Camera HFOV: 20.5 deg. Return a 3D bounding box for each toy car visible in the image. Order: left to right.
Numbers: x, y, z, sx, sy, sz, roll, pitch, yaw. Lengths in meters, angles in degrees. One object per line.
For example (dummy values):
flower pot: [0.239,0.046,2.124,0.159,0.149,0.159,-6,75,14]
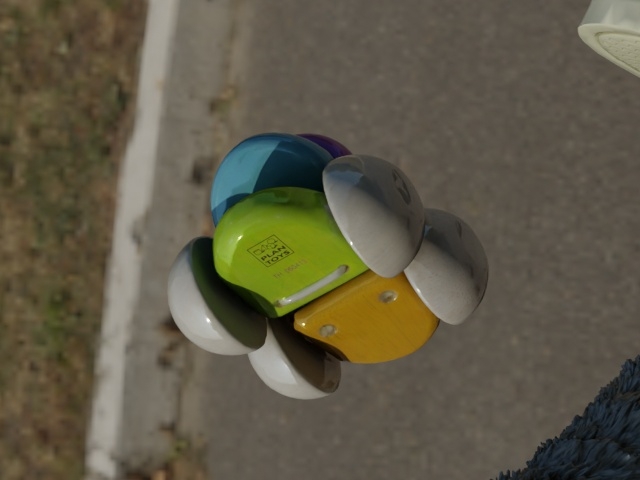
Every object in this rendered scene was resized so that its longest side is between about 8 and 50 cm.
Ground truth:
toy car: [0.000,0.000,1.066,0.159,0.182,0.136,-29,53,22]

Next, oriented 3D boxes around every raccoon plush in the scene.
raccoon plush: [0.261,0.168,1.583,0.216,0.299,0.446,24,104,41]

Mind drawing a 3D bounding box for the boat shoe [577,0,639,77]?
boat shoe: [0.188,-0.069,0.631,0.084,0.233,0.079,13,84,49]
